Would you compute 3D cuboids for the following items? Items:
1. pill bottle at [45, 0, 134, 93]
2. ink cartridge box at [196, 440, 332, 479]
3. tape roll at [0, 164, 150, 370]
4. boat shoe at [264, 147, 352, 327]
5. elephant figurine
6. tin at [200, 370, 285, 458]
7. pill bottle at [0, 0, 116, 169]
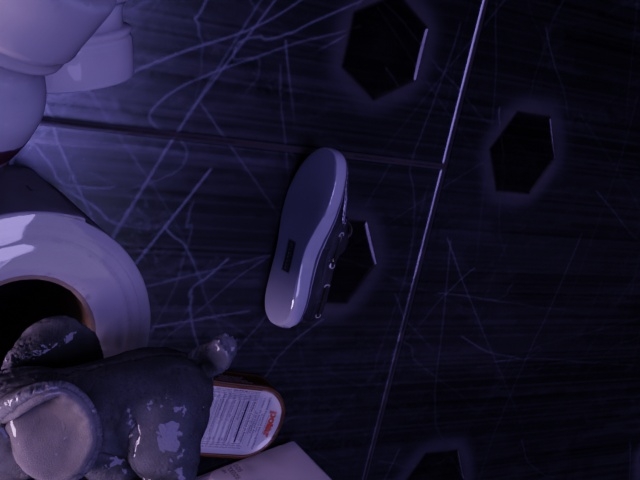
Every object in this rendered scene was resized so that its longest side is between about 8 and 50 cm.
[{"bbox_3d":[-0.234,-0.294,0.813,0.176,0.176,0.318,-13,115,-29],"label":"pill bottle"},{"bbox_3d":[-0.059,0.413,1.218,0.168,0.171,0.232,-16,117,-28],"label":"ink cartridge box"},{"bbox_3d":[-0.306,0.064,0.915,0.246,0.169,0.246,-13,116,-29],"label":"tape roll"},{"bbox_3d":[0.000,0.000,1.152,0.076,0.080,0.228,2,109,-40],"label":"boat shoe"},{"bbox_3d":[-0.224,0.151,0.813,0.239,0.169,0.186,19,68,-22],"label":"elephant figurine"},{"bbox_3d":[-0.127,0.214,1.180,0.190,0.040,0.106,13,105,-37],"label":"tin"},{"bbox_3d":[-0.345,-0.096,0.691,0.392,0.224,0.224,-42,130,17],"label":"pill bottle"}]
